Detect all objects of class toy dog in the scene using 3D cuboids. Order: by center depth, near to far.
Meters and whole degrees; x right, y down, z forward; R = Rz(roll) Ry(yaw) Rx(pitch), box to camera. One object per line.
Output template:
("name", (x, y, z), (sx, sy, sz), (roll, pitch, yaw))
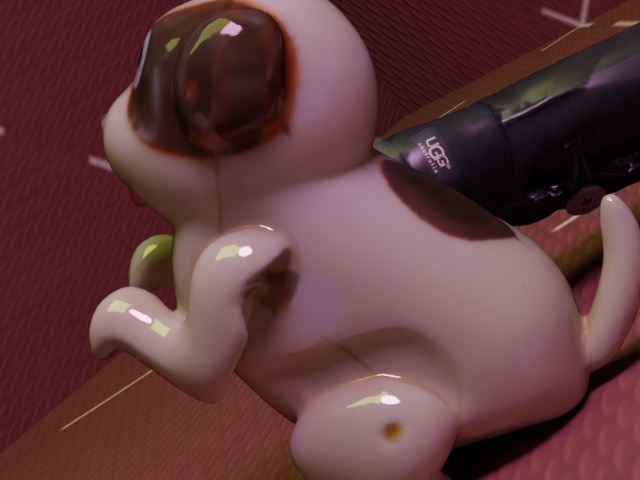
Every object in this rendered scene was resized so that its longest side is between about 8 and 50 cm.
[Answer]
("toy dog", (0.000, 0.000, 1.204), (0.395, 0.408, 0.284), (-29, 10, 28))

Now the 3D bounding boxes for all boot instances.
("boot", (0.244, -0.070, 1.531), (0.445, 0.146, 0.367), (-27, -17, -9))
